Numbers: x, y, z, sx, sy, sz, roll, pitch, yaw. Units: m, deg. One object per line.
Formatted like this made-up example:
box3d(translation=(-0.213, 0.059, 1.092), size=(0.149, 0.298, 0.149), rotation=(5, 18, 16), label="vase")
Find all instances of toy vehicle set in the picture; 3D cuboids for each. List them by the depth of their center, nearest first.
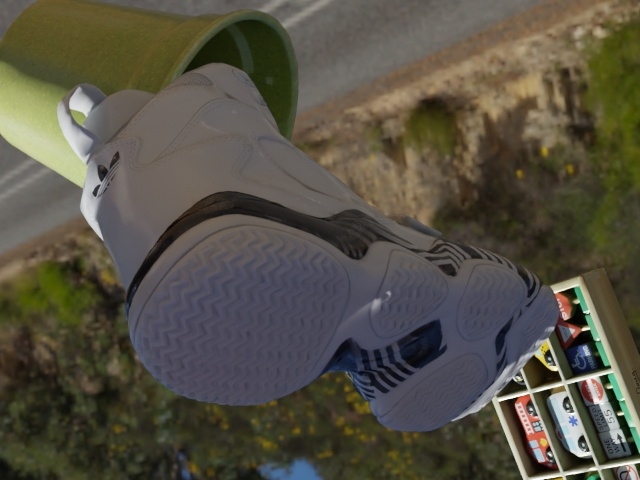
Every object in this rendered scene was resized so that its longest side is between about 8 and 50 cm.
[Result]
box3d(translation=(0.248, 0.173, 1.089), size=(0.035, 0.266, 0.166), rotation=(-16, 172, -39), label="toy vehicle set")

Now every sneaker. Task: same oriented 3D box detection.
box3d(translation=(0.000, 0.000, 0.724), size=(0.366, 0.210, 0.137), rotation=(13, 122, -49), label="sneaker")

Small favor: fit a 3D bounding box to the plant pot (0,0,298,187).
box3d(translation=(-0.203, -0.144, 1.223), size=(0.254, 0.276, 0.276), rotation=(21, -165, 23), label="plant pot")
